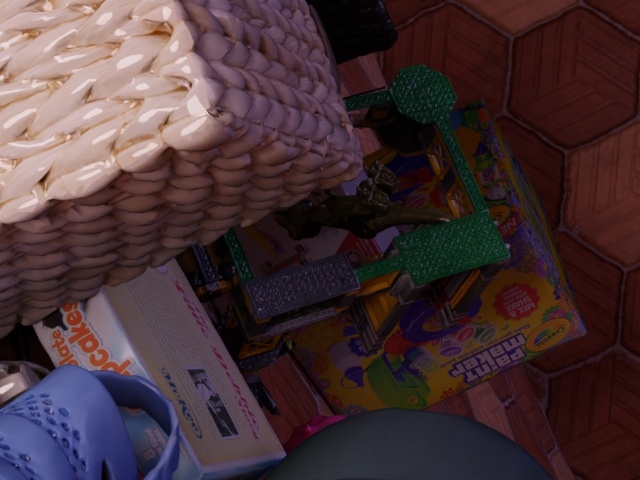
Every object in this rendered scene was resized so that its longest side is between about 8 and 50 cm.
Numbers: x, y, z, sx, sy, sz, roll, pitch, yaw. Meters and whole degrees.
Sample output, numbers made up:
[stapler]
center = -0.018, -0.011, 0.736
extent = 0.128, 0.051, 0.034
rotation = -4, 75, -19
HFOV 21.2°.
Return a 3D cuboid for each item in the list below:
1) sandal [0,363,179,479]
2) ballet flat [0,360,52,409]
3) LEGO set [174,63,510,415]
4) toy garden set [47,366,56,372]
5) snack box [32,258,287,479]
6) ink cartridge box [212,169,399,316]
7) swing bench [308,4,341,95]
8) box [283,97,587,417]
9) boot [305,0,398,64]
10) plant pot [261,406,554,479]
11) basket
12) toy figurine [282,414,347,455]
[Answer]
[sandal]
center = -0.161, 0.124, 0.923
extent = 0.126, 0.138, 0.317
rotation = 28, -3, 13
[ballet flat]
center = -0.213, 0.095, 1.006
extent = 0.072, 0.068, 0.213
rotation = 65, 13, 9
[LEGO set]
center = 0.000, 0.000, 1.548
extent = 0.255, 0.331, 0.192
rotation = 59, -25, 16
[toy garden set]
center = -0.135, 0.126, 1.318
extent = 0.204, 0.049, 0.244
rotation = 60, 12, -10
[snack box]
center = -0.149, 0.034, 1.197
extent = 0.322, 0.060, 0.187
rotation = 59, 12, 12
[ink cartridge box]
center = -0.031, -0.004, 1.700
extent = 0.128, 0.176, 0.127
rotation = 60, 15, -14
[swing bench]
center = -0.145, -0.168, 1.382
extent = 0.255, 0.253, 0.165
rotation = 63, 12, -4
[box]
center = 0.116, 0.030, 1.960
extent = 0.177, 0.290, 0.279
rotation = 56, 14, -32
[boot]
center = -0.084, -0.254, 1.783
extent = 0.348, 0.260, 0.131
rotation = 39, 27, -63
[plant pot]
center = 0.041, 0.268, 1.067
extent = 0.341, 0.341, 0.334
rotation = 62, 12, -6
[basket]
center = -0.183, -0.109, 0.950
extent = 0.266, 0.328, 0.331
rotation = 68, 12, 8
[toy figurine]
center = 0.027, 0.242, 1.636
extent = 0.159, 0.130, 0.173
rotation = 57, -11, 12
